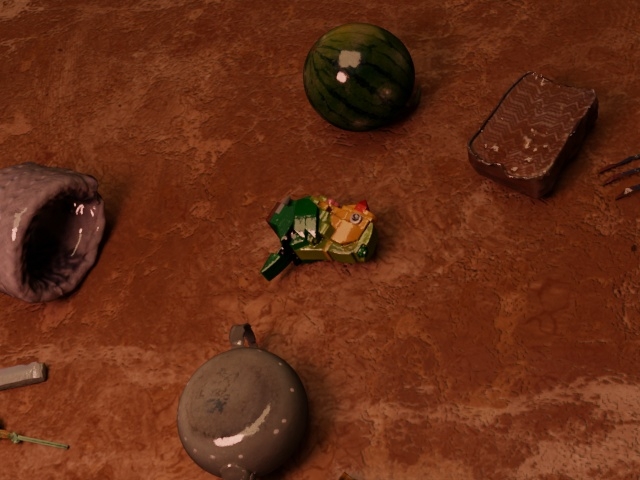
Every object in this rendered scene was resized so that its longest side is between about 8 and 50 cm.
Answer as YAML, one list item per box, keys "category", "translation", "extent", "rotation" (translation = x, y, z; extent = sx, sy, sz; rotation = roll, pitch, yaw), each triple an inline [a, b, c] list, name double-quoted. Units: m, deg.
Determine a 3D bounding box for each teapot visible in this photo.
- category: "teapot"
  translation: [-0.110, 0.254, 1.367]
  extent: [0.193, 0.129, 0.294]
  rotation: [-10, 53, 12]

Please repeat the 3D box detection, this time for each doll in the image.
- category: "doll"
  translation: [0.001, -0.008, 1.514]
  extent: [0.186, 0.106, 0.134]
  rotation: [-4, 62, 16]

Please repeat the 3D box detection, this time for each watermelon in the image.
- category: "watermelon"
  translation: [0.076, -0.275, 1.628]
  extent: [0.188, 0.215, 0.188]
  rotation: [-50, 20, 26]

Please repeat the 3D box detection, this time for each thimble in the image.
- category: "thimble"
  translation: [-0.498, -0.019, 1.620]
  extent: [0.157, 0.217, 0.245]
  rotation: [15, 56, 25]

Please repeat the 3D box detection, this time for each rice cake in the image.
- category: "rice cake"
  translation: [-0.547, 0.233, 1.582]
  extent: [0.180, 0.030, 0.042]
  rotation: [-13, 60, 10]

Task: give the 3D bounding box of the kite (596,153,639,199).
- category: "kite"
  translation: [0.552, -0.123, 1.464]
  extent: [0.229, 0.016, 0.127]
  rotation: [-22, 50, 3]

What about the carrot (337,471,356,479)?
- category: "carrot"
  translation: [0.005, 0.397, 1.286]
  extent: [0.042, 0.042, 0.170]
  rotation: [19, 63, 28]

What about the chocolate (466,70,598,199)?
- category: "chocolate"
  translation: [0.343, -0.164, 1.512]
  extent: [0.148, 0.093, 0.214]
  rotation: [27, 68, 32]

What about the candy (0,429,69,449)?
- category: "candy"
  translation: [-0.488, 0.316, 1.509]
  extent: [0.185, 0.049, 0.055]
  rotation: [7, 90, 16]
